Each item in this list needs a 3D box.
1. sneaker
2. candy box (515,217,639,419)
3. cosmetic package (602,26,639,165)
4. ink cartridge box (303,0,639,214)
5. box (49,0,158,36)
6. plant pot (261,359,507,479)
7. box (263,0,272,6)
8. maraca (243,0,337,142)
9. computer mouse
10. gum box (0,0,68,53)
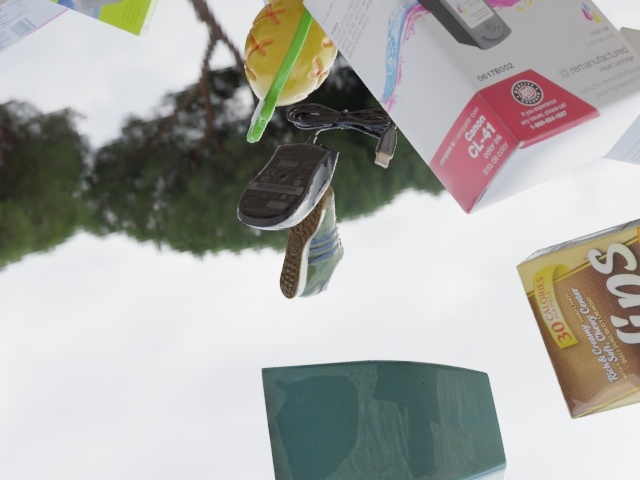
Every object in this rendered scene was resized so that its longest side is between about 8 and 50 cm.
[{"bbox_3d":[0.000,0.000,2.088,0.086,0.192,0.064,2,-159,-40],"label":"sneaker"},{"bbox_3d":[0.387,0.058,1.419,0.316,0.183,0.087,-19,-178,27],"label":"candy box"},{"bbox_3d":[0.519,-0.213,2.086,0.183,0.151,0.151,11,-118,-7],"label":"cosmetic package"},{"bbox_3d":[0.163,-0.205,1.393,0.226,0.131,0.306,-25,-110,-33],"label":"ink cartridge box"},{"bbox_3d":[-0.269,-0.317,1.560,0.178,0.109,0.042,21,-170,1],"label":"box"},{"bbox_3d":[0.069,0.219,1.415,0.234,0.166,0.165,-9,-118,0],"label":"plant pot"},{"bbox_3d":[-0.017,-0.376,1.695,0.114,0.103,0.203,-10,-143,15],"label":"box"},{"bbox_3d":[-0.040,-0.195,1.493,0.099,0.186,0.127,23,178,-6],"label":"maraca"},{"bbox_3d":[0.007,-0.090,1.869,0.184,0.060,0.262,4,-135,23],"label":"computer mouse"},{"bbox_3d":[-0.404,-0.321,1.778,0.188,0.062,0.107,-27,-133,21],"label":"gum box"}]
